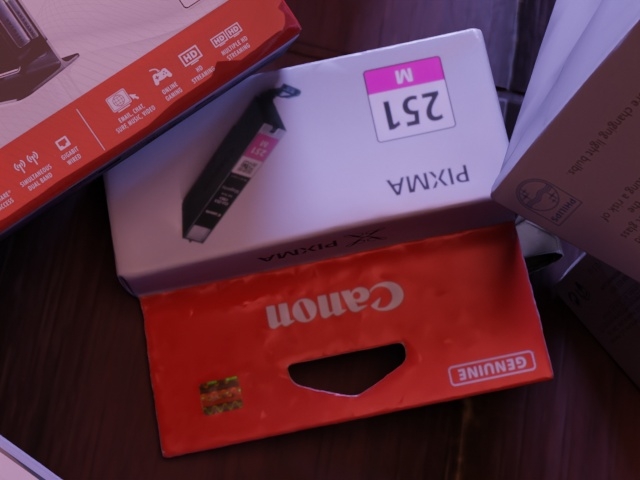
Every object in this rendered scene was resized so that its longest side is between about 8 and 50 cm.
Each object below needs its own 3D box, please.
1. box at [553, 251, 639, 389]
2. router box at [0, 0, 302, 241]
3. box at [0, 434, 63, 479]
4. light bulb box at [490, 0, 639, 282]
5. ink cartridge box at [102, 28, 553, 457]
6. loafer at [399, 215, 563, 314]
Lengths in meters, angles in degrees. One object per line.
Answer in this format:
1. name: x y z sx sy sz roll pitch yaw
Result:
1. box: 0.325 0.093 1.088 0.148 0.121 0.311 -35 79 -21
2. router box: -0.235 -0.159 1.004 0.335 0.082 0.301 -35 93 -9
3. box: -0.228 0.205 0.963 0.290 0.087 0.169 34 68 3
4. light bulb box: 0.346 -0.115 0.990 0.361 0.225 0.358 29 49 -7
5. ink cartridge box: 0.000 0.000 1.060 0.275 0.060 0.239 -12 69 1
6. loafer: 0.115 0.023 1.111 0.148 0.056 0.050 -35 73 -20
